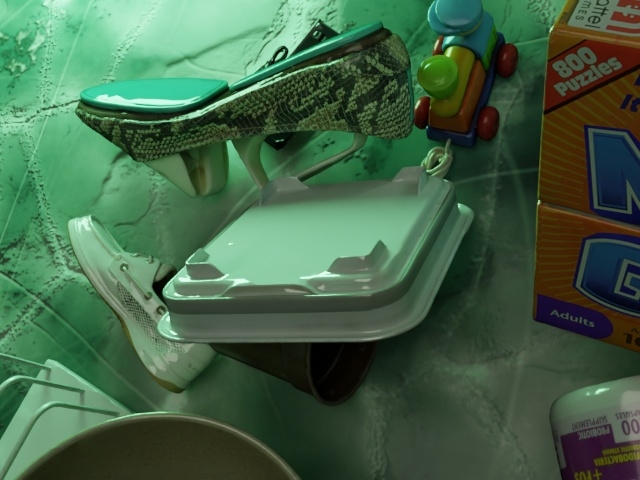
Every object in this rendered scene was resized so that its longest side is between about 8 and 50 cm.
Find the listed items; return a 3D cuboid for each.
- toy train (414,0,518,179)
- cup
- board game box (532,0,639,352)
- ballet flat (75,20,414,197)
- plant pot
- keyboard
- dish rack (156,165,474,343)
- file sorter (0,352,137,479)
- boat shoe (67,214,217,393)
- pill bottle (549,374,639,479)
[{"bbox_3d":[0.150,-0.163,1.033,0.105,0.143,0.248,14,78,24],"label":"toy train"},{"bbox_3d":[-0.151,0.366,0.841,0.331,0.237,0.331,0,54,0],"label":"cup"},{"bbox_3d":[0.414,-0.112,0.745,0.356,0.356,0.356,16,55,24],"label":"board game box"},{"bbox_3d":[-0.104,-0.142,1.106,0.483,0.164,0.182,-6,111,28],"label":"ballet flat"},{"bbox_3d":[-0.037,0.092,1.017,0.165,0.167,0.167,10,76,30],"label":"plant pot"},{"bbox_3d":[-0.037,-0.218,1.188,0.108,0.023,0.180,38,87,20],"label":"keyboard"},{"bbox_3d":[0.000,0.000,0.933,0.285,0.333,0.072,-2,114,22],"label":"dish rack"},{"bbox_3d":[-0.322,0.278,1.045,0.277,0.173,0.193,26,83,25],"label":"file sorter"},{"bbox_3d":[-0.225,0.062,1.126,0.096,0.098,0.277,-39,74,4],"label":"boat shoe"},{"bbox_3d":[0.325,0.285,0.809,0.169,0.169,0.301,-14,68,15],"label":"pill bottle"}]
